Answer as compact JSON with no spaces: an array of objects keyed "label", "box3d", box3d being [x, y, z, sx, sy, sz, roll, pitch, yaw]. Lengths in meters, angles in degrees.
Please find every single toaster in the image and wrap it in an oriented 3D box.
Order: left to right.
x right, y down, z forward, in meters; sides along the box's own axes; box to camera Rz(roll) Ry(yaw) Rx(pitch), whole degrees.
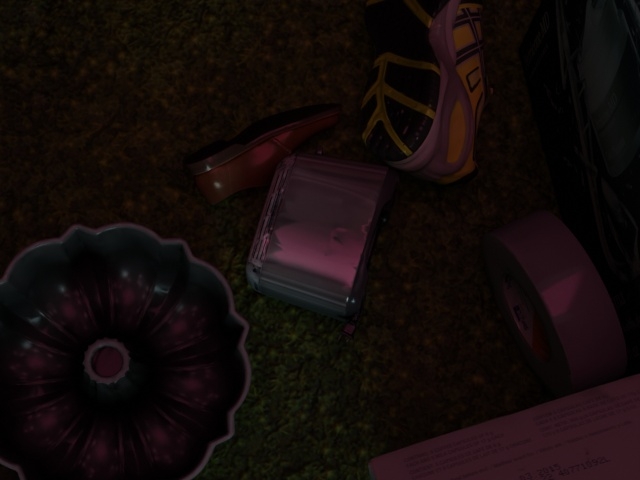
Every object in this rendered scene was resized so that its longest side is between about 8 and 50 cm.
[{"label":"toaster","box3d":[0.000,0.000,1.580,0.146,0.129,0.227,16,78,5]}]

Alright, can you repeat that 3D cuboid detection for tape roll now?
[{"label":"tape roll","box3d":[0.269,0.076,1.525,0.072,0.219,0.219,-24,78,-7]}]

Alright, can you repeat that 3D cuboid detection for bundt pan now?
[{"label":"bundt pan","box3d":[-0.242,0.150,1.529,0.331,0.124,0.330,1,75,-2]}]

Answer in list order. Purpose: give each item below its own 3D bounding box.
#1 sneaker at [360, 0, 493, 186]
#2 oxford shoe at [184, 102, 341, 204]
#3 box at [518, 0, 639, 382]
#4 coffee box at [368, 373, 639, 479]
[{"label":"sneaker","box3d":[0.145,-0.237,1.657,0.145,0.147,0.384,-11,55,39]},{"label":"oxford shoe","box3d":[-0.063,-0.111,1.643,0.212,0.076,0.076,-27,109,-11]},{"label":"box","box3d":[0.449,-0.111,1.447,0.297,0.480,0.471,-10,76,-5]},{"label":"coffee box","box3d":[0.267,0.398,1.323,0.338,0.334,0.338,-16,38,-6]}]
